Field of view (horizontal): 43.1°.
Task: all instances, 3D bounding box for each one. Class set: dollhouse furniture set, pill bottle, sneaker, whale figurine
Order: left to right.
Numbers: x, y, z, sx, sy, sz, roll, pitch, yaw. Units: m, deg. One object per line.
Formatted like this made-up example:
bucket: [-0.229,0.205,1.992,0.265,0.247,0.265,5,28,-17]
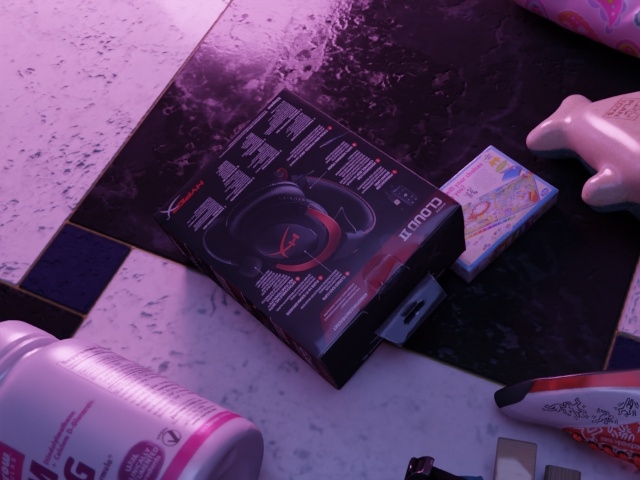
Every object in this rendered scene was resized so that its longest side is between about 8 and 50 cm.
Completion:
pill bottle: [-0.212,0.190,0.771,0.283,0.160,0.160,21,62,21]
dollhouse furniture set: [0.238,0.258,0.701,0.182,0.101,0.161,7,58,12]
sneaker: [0.300,0.189,0.745,0.270,0.090,0.145,-10,79,22]
whale figurine: [0.372,-0.091,0.920,0.216,0.141,0.272,-44,37,-20]

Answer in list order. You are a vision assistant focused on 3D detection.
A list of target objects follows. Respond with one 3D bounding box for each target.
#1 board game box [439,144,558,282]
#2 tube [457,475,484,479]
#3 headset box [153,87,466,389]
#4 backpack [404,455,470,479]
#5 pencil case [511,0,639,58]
board game box: [0.187,-0.034,0.948,0.154,0.026,0.103,-39,60,-18]
tube: [0.053,0.247,0.756,0.207,0.080,0.052,-14,86,2]
headset box: [0.000,0.000,0.885,0.293,0.110,0.218,37,76,27]
backpack: [0.143,0.290,0.530,0.254,0.225,0.191,20,104,7]
pencil case: [0.370,-0.329,1.066,0.284,0.124,0.124,36,68,26]
